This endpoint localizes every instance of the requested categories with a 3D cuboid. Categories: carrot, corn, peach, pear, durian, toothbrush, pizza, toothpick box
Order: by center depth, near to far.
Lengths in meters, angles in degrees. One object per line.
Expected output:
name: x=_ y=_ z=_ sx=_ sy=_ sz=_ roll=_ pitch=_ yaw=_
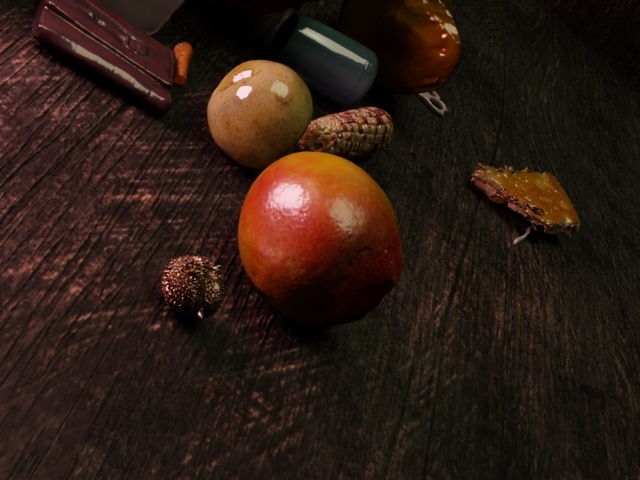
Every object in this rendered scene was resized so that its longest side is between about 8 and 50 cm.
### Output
durian: x=-0.153 y=0.058 z=1.327 sx=0.080 sy=0.080 sz=0.091 roll=23 pitch=38 yaw=-35
peach: x=0.000 y=0.000 z=1.470 sx=0.231 sy=0.231 sz=0.231 roll=32 pitch=31 yaw=-22
pear: x=-0.091 y=-0.194 z=1.660 sx=0.136 sy=0.167 sz=0.167 roll=52 pitch=24 yaw=-23
carrot: x=-0.219 y=-0.280 z=1.732 sx=0.032 sy=0.032 sz=0.093 roll=30 pitch=37 yaw=-26
corn: x=0.046 y=-0.182 z=1.893 sx=0.086 sy=0.086 sz=0.253 roll=51 pitch=29 yaw=11
toothpick box: x=0.003 y=-0.330 z=1.998 sx=0.184 sy=0.120 sz=0.120 roll=27 pitch=33 yaw=-25
carrot: x=0.155 y=-0.428 z=2.203 sx=0.241 sy=0.241 sz=0.341 roll=36 pitch=26 yaw=-16
toothbrush: x=0.416 y=-0.014 z=2.234 sx=0.017 sy=0.014 sz=0.162 roll=33 pitch=25 yaw=18
pizza: x=0.424 y=-0.087 z=2.278 sx=0.297 sy=0.071 sz=0.189 roll=10 pitch=43 yaw=-46

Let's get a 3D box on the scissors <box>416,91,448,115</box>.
scissors: x=0.197 y=-0.327 z=2.359 sx=0.189 sy=0.015 sz=0.100 roll=20 pitch=35 yaw=-34

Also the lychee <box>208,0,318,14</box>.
lychee: x=-0.136 y=-0.610 z=1.886 sx=0.500 sy=0.424 sz=0.424 roll=32 pitch=26 yaw=13

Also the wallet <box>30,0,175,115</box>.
wallet: x=-0.310 y=-0.288 z=1.606 sx=0.229 sy=0.049 sz=0.182 roll=31 pitch=28 yaw=-27

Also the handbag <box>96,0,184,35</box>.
handbag: x=-0.289 y=-0.465 z=1.655 sx=0.260 sy=0.247 sz=0.079 roll=36 pitch=35 yaw=-19
